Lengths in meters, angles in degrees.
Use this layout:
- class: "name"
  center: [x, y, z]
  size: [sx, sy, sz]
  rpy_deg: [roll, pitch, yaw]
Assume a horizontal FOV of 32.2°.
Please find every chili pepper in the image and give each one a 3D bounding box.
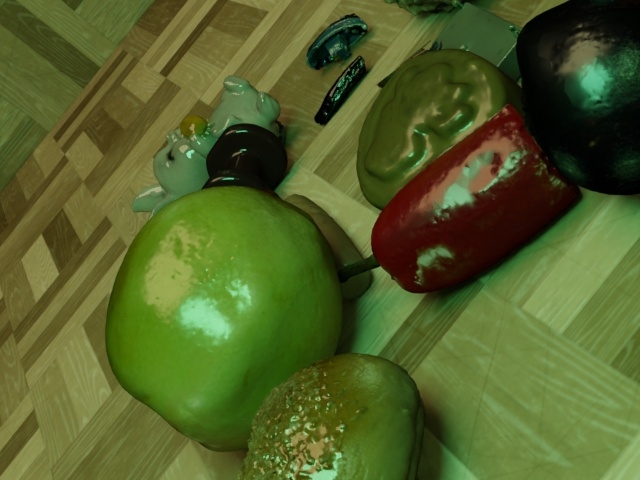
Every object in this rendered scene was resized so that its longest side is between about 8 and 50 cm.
- class: "chili pepper"
  center: [0.131, -0.008, 1.293]
  size: [0.338, 0.134, 0.131]
  rpy_deg: [-35, 53, 23]

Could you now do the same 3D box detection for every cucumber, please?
- class: "cucumber"
  center: [0.033, -0.254, 1.878]
  size: [0.135, 0.034, 0.033]
  rpy_deg: [-50, 31, 3]

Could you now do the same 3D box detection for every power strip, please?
- class: "power strip"
  center: [0.209, -0.256, 1.571]
  size: [0.145, 0.061, 0.215]
  rpy_deg: [-53, 25, 7]

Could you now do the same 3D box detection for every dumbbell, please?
- class: "dumbbell"
  center: [-0.128, -0.087, 1.780]
  size: [0.140, 0.124, 0.225]
  rpy_deg: [-52, 15, 27]

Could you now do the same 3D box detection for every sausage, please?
- class: "sausage"
  center: [0.002, -0.001, 1.577]
  size: [0.066, 0.066, 0.301]
  rpy_deg: [-49, 28, 5]

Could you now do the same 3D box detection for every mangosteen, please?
- class: "mangosteen"
  center: [0.319, -0.154, 1.113]
  size: [0.243, 0.243, 0.243]
  rpy_deg: [-38, 29, 26]

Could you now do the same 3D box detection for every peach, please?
- class: "peach"
  center: [-0.122, 0.090, 1.385]
  size: [0.315, 0.281, 0.314]
  rpy_deg: [-63, 24, 6]

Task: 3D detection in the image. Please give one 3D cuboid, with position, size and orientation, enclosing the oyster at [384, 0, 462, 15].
- class: "oyster"
  center: [0.190, -0.433, 1.804]
  size: [0.201, 0.107, 0.354]
  rpy_deg: [-20, 22, 14]

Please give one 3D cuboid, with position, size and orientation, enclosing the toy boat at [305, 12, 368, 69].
- class: "toy boat"
  center: [0.031, -0.350, 1.982]
  size: [0.137, 0.060, 0.061]
  rpy_deg: [-36, 55, 27]

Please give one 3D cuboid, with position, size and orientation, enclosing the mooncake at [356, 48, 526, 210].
- class: "mooncake"
  center: [0.148, -0.144, 1.422]
  size: [0.235, 0.117, 0.235]
  rpy_deg: [-24, 53, 36]

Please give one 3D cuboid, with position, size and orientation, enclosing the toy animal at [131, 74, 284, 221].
- class: "toy animal"
  center: [-0.202, -0.142, 1.978]
  size: [0.325, 0.154, 0.208]
  rpy_deg: [-55, 31, 8]

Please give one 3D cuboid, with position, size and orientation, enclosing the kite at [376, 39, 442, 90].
- class: "kite"
  center: [0.136, -0.208, 1.598]
  size: [0.241, 0.014, 0.183]
  rpy_deg: [50, 126, 56]

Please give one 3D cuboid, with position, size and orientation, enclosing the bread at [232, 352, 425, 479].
- class: "bread"
  center: [0.005, 0.242, 1.099]
  size: [0.192, 0.171, 0.314]
  rpy_deg: [127, 166, -64]
